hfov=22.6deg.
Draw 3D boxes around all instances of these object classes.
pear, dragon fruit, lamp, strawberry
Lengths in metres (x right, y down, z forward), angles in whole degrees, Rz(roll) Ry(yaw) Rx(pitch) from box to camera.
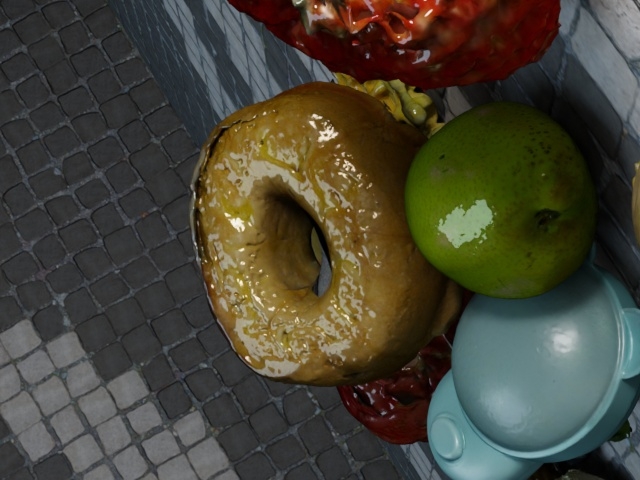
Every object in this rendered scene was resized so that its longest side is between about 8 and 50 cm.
[{"bbox_3d":[0.177,-0.036,1.496,0.187,0.187,0.219,62,157,-12],"label":"pear"},{"bbox_3d":[0.129,0.142,2.023,0.241,0.252,0.241,14,127,19],"label":"dragon fruit"},{"bbox_3d":[0.210,0.134,1.610,0.284,0.147,0.209,-63,38,37],"label":"lamp"},{"bbox_3d":[0.060,-0.252,1.270,0.312,0.267,0.351,55,-165,3],"label":"strawberry"}]

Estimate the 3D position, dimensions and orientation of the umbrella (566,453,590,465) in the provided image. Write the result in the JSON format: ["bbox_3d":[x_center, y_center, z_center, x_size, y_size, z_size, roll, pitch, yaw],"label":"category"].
[{"bbox_3d":[0.317,0.233,1.938,0.050,0.046,0.188,38,165,12],"label":"umbrella"}]

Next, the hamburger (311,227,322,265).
[{"bbox_3d":[0.035,-0.058,1.855,0.209,0.162,0.330,67,165,-13],"label":"hamburger"}]

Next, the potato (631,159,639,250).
[{"bbox_3d":[0.306,0.022,1.169,0.239,0.116,0.299,54,172,9],"label":"potato"}]

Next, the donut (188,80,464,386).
[{"bbox_3d":[0.000,0.000,1.669,0.317,0.299,0.150,44,-153,17],"label":"donut"}]

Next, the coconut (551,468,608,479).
[{"bbox_3d":[0.327,0.354,1.978,0.122,0.116,0.116,-100,-11,-54],"label":"coconut"}]

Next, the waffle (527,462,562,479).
[{"bbox_3d":[0.274,0.340,2.128,0.302,0.068,0.325,57,-162,-19],"label":"waffle"}]

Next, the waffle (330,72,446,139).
[{"bbox_3d":[0.108,-0.109,1.967,0.329,0.062,0.329,56,166,22],"label":"waffle"}]

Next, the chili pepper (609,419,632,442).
[{"bbox_3d":[0.281,0.165,1.849,0.085,0.076,0.359,34,-179,-6],"label":"chili pepper"}]
